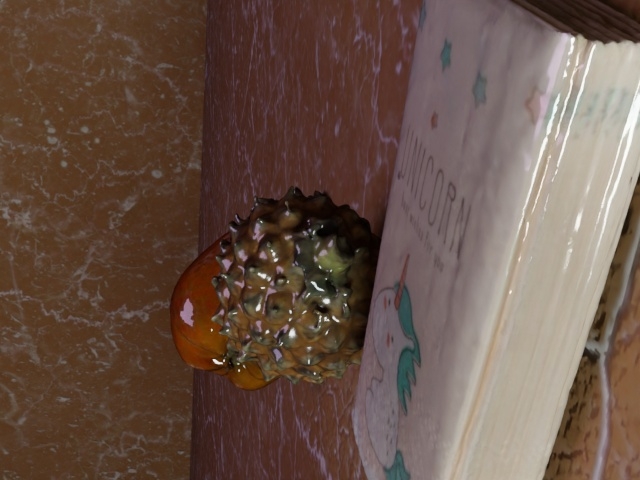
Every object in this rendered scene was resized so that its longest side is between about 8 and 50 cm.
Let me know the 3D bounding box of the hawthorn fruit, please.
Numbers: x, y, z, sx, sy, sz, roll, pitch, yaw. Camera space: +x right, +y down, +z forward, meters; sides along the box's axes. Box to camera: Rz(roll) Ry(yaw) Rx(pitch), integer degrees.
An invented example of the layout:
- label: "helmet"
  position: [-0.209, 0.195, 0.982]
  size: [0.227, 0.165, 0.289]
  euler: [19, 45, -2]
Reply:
- label: "hawthorn fruit"
  position: [-0.084, 0.075, 1.005]
  size: [0.189, 0.189, 0.189]
  euler: [180, 90, -77]

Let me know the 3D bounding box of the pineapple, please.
- label: "pineapple"
  position: [-0.011, 0.033, 0.699]
  size: [0.193, 0.166, 0.166]
  euler: [128, 141, -65]

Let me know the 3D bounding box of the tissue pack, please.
- label: "tissue pack"
  position: [0.083, 0.024, 0.471]
  size: [0.170, 0.071, 0.325]
  euler: [-109, 23, -60]

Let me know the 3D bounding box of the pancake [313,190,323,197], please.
- label: "pancake"
  position: [-0.001, 0.000, 0.975]
  size: [0.115, 0.011, 0.115]
  euler: [180, 90, -79]
